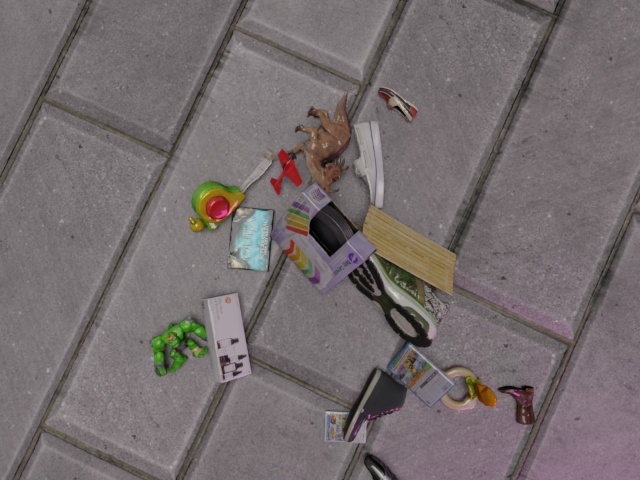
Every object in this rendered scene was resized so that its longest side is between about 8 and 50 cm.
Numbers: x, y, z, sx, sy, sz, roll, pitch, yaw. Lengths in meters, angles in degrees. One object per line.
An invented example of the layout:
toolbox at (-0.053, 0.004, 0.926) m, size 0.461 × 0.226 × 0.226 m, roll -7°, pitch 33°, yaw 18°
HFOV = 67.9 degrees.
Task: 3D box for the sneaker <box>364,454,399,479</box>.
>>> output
sneaker at (0.178, 0.734, 1.350) m, size 0.132 × 0.086 × 0.229 m, roll -44°, pitch 88°, yaw 1°

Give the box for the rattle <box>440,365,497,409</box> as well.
rattle at (0.367, 0.424, 1.340) m, size 0.199 × 0.143 × 0.130 m, roll 19°, pitch 106°, yaw -4°

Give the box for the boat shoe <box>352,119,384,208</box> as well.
boat shoe at (0.138, -0.222, 1.395) m, size 0.088 × 0.096 × 0.268 m, roll -5°, pitch 86°, yaw 5°

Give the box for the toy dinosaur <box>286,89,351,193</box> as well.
toy dinosaur at (0.027, -0.277, 1.387) m, size 0.200 × 0.127 × 0.296 m, roll 35°, pitch 84°, yaw 3°

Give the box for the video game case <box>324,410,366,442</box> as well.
video game case at (0.074, 0.547, 1.396) m, size 0.121 × 0.011 × 0.087 m, roll 2°, pitch 88°, yaw 1°

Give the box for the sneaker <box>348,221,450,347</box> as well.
sneaker at (0.219, 0.104, 1.381) m, size 0.182 × 0.158 × 0.410 m, roll -34°, pitch 85°, yaw -32°

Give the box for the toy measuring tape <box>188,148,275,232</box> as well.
toy measuring tape at (-0.273, -0.160, 1.382) m, size 0.121 × 0.121 × 0.330 m, roll 41°, pitch 89°, yaw 3°

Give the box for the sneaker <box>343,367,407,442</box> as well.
sneaker at (0.158, 0.490, 1.354) m, size 0.118 × 0.083 × 0.222 m, roll 30°, pitch 80°, yaw 1°

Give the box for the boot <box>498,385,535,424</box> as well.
boot at (0.572, 0.484, 1.383) m, size 0.106 × 0.037 × 0.114 m, roll 0°, pitch 92°, yaw 3°

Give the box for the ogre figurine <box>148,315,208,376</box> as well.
ogre figurine at (-0.410, 0.301, 1.379) m, size 0.196 × 0.097 × 0.118 m, roll -26°, pitch 105°, yaw 14°

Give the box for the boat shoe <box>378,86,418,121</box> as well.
boat shoe at (0.227, -0.411, 1.427) m, size 0.137 × 0.049 × 0.043 m, roll 34°, pitch 90°, yaw -2°

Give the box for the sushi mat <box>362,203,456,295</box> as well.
sushi mat at (0.252, 0.026, 1.345) m, size 0.316 × 0.019 × 0.152 m, roll 29°, pitch 54°, yaw -12°

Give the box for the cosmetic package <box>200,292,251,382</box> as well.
cosmetic package at (-0.271, 0.277, 1.370) m, size 0.098 × 0.060 × 0.239 m, roll -9°, pitch 87°, yaw -38°

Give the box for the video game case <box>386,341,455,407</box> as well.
video game case at (0.283, 0.383, 1.353) m, size 0.166 × 0.015 × 0.119 m, roll 41°, pitch 124°, yaw 14°

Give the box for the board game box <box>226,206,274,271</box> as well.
board game box at (-0.209, -0.005, 1.421) m, size 0.126 × 0.026 × 0.187 m, roll 5°, pitch 87°, yaw 0°

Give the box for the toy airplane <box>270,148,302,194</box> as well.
toy airplane at (-0.107, -0.197, 1.389) m, size 0.028 × 0.151 × 0.151 m, roll -2°, pitch 86°, yaw -37°

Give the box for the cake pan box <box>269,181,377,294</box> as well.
cake pan box at (0.000, 0.000, 1.311) m, size 0.246 × 0.267 × 0.070 m, roll 47°, pitch 53°, yaw 0°
